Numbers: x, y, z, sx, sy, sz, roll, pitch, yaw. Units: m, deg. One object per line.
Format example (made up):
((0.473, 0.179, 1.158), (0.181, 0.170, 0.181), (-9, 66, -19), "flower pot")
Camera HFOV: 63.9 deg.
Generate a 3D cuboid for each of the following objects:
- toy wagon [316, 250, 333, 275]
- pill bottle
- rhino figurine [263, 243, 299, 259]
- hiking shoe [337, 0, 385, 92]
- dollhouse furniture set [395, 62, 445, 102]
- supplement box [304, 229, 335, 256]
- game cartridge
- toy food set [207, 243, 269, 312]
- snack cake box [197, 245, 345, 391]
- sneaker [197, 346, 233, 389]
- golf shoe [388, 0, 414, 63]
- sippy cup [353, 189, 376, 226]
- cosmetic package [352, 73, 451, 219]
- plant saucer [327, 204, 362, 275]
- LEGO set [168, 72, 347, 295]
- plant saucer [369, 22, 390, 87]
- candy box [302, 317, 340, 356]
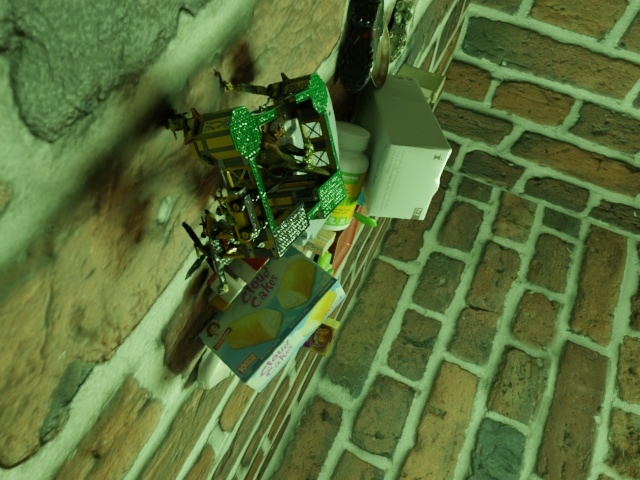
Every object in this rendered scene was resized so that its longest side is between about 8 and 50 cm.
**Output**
((-0.023, 0.174, 1.795), (0.267, 0.068, 0.344), (-31, 143, -71), "toy wagon")
((0.040, -0.160, 1.266), (0.136, 0.137, 0.245), (-47, 157, -59), "pill bottle")
((-0.105, 0.018, 1.124), (0.106, 0.073, 0.243), (-62, 166, -6), "rhino figurine")
((0.105, -0.443, 1.138), (0.114, 0.086, 0.226), (-47, 156, -50), "hiking shoe")
((0.340, -0.501, 1.886), (0.242, 0.161, 0.212), (95, 21, -56), "dollhouse furniture set")
((0.000, 0.000, 1.577), (0.098, 0.062, 0.036), (-53, 163, -52), "supplement box")
((-0.021, -0.158, 1.060), (0.196, 0.060, 0.294), (-52, 147, -40), "game cartridge")
((-0.149, 0.017, 0.949), (0.232, 0.104, 0.111), (-49, -178, 1), "toy food set")
((-0.095, 0.150, 1.035), (0.264, 0.152, 0.089), (-48, 152, -12), "snack cake box")
((-0.187, 0.251, 1.149), (0.235, 0.095, 0.090), (-49, 161, -51), "sneaker")
((0.221, -0.581, 1.453), (0.086, 0.069, 0.176), (-41, 153, -77), "golf shoe")
((0.242, -0.196, 1.740), (0.240, 0.224, 0.305), (-9, 122, -55), "sippy cup")
((0.189, -0.253, 1.325), (0.384, 0.156, 0.217), (-95, -166, -50), "cosmetic package")
((0.078, 0.001, 1.967), (0.258, 0.048, 0.259), (101, 16, -44), "plant saucer")
((-0.111, -0.103, 0.752), (0.331, 0.192, 0.254), (-58, 136, -49), "LEGO set")
((0.136, -0.467, 1.276), (0.168, 0.029, 0.168), (8, 90, -67), "plant saucer")
((-0.046, 0.271, 1.581), (0.053, 0.187, 0.109), (-46, 156, -67), "candy box")
